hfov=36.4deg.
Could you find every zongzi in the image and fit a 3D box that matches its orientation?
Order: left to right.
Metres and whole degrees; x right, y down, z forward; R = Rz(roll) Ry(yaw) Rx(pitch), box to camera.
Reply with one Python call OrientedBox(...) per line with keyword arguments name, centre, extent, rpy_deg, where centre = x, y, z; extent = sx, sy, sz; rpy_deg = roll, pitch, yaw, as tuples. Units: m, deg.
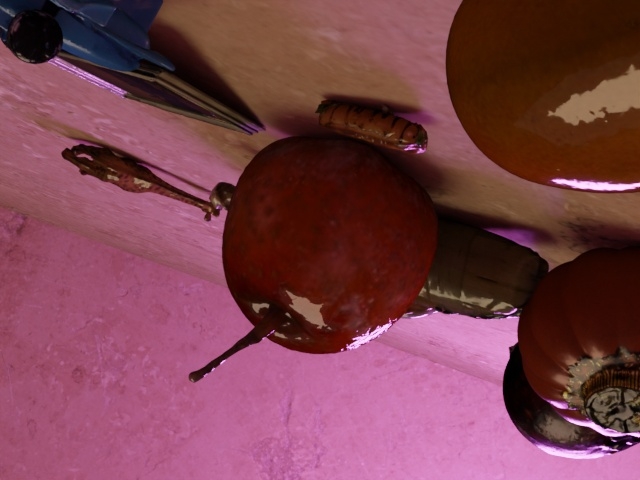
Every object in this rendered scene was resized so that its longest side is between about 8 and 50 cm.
OrientedBox(name="zongzi", centre=(0.188, 0.045, 1.228), extent=(0.228, 0.114, 0.256), rpy_deg=(14, 175, 28))

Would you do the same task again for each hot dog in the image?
OrientedBox(name="hot dog", centre=(0.048, -0.107, 0.889), extent=(0.122, 0.036, 0.049), rpy_deg=(21, -176, 30))

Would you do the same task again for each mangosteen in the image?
OrientedBox(name="mangosteen", centre=(0.349, 0.165, 1.328), extent=(0.235, 0.235, 0.261), rpy_deg=(32, -155, -49))

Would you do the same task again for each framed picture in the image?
OrientedBox(name="framed picture", centre=(-0.189, -0.161, 1.019), extent=(0.197, 0.014, 0.252), rpy_deg=(18, 180, 20))

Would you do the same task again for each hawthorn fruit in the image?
OrientedBox(name="hawthorn fruit", centre=(0.012, 0.016, 1.051), extent=(0.235, 0.262, 0.231), rpy_deg=(-5, 172, 19))

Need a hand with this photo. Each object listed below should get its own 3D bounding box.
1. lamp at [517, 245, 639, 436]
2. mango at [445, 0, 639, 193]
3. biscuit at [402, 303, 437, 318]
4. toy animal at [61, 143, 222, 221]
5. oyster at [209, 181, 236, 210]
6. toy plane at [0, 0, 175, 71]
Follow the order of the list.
OrientedBox(name="lamp", centre=(0.320, 0.107, 1.026), extent=(0.223, 0.196, 0.223), rpy_deg=(9, 131, 11))
OrientedBox(name="mango", centre=(0.160, -0.090, 0.473), extent=(0.152, 0.120, 0.221), rpy_deg=(29, 160, -33))
OrientedBox(name="biscuit", centre=(0.109, 0.078, 1.466), extent=(0.208, 0.049, 0.181), rpy_deg=(-1, -166, 33))
OrientedBox(name="toy animal", centre=(-0.299, -0.100, 1.619), extent=(0.276, 0.054, 0.149), rpy_deg=(18, 173, 9))
OrientedBox(name="oyster", centre=(0.018, 0.002, 1.345), extent=(0.204, 0.110, 0.396), rpy_deg=(11, 172, 24))
OrientedBox(name="toy plane", centre=(-0.247, -0.205, 0.770), extent=(0.271, 0.105, 0.254), rpy_deg=(21, -174, -27))
